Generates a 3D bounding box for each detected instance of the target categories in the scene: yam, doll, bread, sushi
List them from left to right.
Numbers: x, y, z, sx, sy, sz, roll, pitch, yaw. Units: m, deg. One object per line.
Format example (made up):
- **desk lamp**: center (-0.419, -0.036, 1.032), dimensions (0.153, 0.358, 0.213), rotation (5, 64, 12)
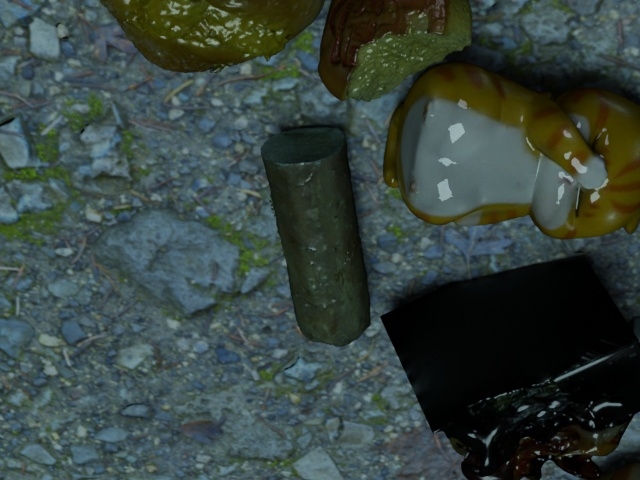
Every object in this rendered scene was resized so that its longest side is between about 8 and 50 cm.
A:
- **bread**: center (-0.121, -0.274, 1.619), dimensions (0.195, 0.176, 0.246), rotation (-20, 121, 20)
- **yam**: center (0.000, 0.000, 1.858), dimensions (0.093, 0.093, 0.259), rotation (-2, 126, 11)
- **bread**: center (0.065, -0.210, 1.669), dimensions (0.156, 0.125, 0.086), rotation (-32, 149, 30)
- **doll**: center (0.198, -0.084, 1.719), dimensions (0.269, 0.162, 0.167), rotation (14, 117, 2)
- **sushi**: center (0.223, 0.157, 1.891), dimensions (0.227, 0.215, 0.212), rotation (-25, 126, 1)

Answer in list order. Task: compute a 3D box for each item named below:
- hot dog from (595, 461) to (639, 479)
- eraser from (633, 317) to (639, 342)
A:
- **hot dog**: center (0.396, 0.299, 2.021), dimensions (0.261, 0.093, 0.123), rotation (-5, 136, 32)
- **eraser**: center (0.350, 0.128, 1.931), dimensions (0.019, 0.038, 0.083), rotation (3, 126, 13)
